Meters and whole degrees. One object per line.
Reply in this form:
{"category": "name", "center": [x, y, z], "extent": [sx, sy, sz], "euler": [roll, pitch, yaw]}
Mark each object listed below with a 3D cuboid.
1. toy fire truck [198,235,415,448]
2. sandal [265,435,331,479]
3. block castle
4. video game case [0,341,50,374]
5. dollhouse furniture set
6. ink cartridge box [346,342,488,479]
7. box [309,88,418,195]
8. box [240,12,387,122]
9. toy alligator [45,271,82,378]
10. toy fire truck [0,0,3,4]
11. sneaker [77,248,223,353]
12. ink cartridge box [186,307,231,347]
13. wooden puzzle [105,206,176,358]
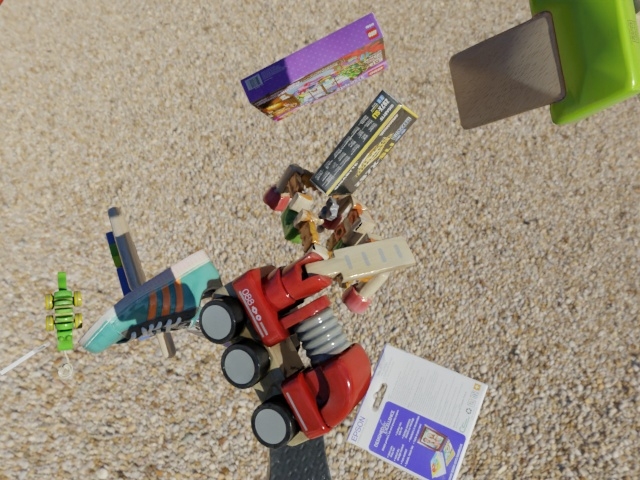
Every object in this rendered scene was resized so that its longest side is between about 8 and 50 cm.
{"category": "toy fire truck", "center": [0.011, 0.107, 0.628], "extent": [0.246, 0.158, 0.217], "euler": [-33, 81, 23]}
{"category": "sandal", "center": [-0.054, 0.509, 1.073], "extent": [0.167, 0.107, 0.446], "euler": [3, 71, -9]}
{"category": "block castle", "center": [0.000, 0.000, 1.507], "extent": [0.303, 0.213, 0.453], "euler": [18, 35, -30]}
{"category": "video game case", "center": [-0.742, 0.295, 1.245], "extent": [0.087, 0.122, 0.011], "euler": [-34, 96, -11]}
{"category": "dollhouse furniture set", "center": [0.236, -0.201, 0.462], "extent": [0.301, 0.151, 0.198], "euler": [-16, 94, -42]}
{"category": "ink cartridge box", "center": [0.184, 0.330, 0.942], "extent": [0.208, 0.045, 0.206], "euler": [20, 72, 21]}
{"category": "box", "center": [0.134, -0.273, 1.447], "extent": [0.079, 0.322, 0.257], "euler": [44, 18, 9]}
{"category": "box", "center": [-0.003, -0.356, 1.057], "extent": [0.293, 0.201, 0.057], "euler": [-24, 89, 10]}
{"category": "toy alligator", "center": [-0.443, 0.150, 0.855], "extent": [0.056, 0.051, 0.190], "euler": [-2, 90, -27]}
{"category": "toy fire truck", "center": [-0.374, -0.325, 0.380], "extent": [0.253, 0.169, 0.302], "euler": [23, 90, 18]}
{"category": "sneaker", "center": [-0.301, 0.134, 0.945], "extent": [0.121, 0.108, 0.302], "euler": [54, 48, -2]}
{"category": "ink cartridge box", "center": [-0.267, 0.249, 1.353], "extent": [0.207, 0.097, 0.046], "euler": [20, 54, 5]}
{"category": "wooden puzzle", "center": [-0.508, 0.129, 1.360], "extent": [0.080, 0.348, 0.322], "euler": [-21, 53, -17]}
